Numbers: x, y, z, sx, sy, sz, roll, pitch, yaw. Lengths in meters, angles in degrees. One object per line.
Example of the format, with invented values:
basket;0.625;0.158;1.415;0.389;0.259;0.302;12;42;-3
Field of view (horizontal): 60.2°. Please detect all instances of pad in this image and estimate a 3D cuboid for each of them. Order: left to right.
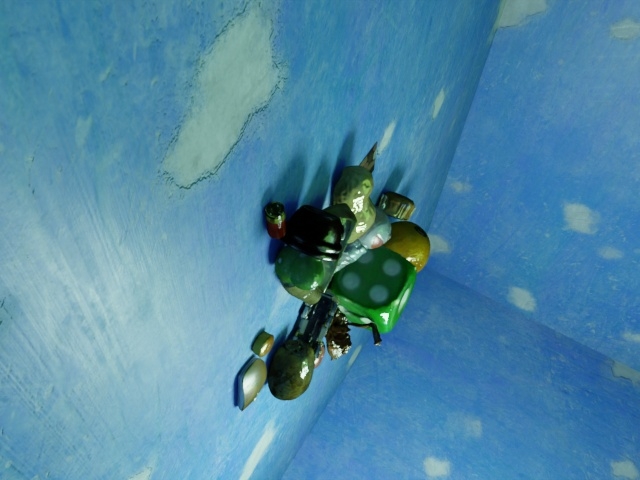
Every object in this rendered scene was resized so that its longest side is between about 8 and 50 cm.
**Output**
pad;0.141;-0.225;1.961;0.235;0.003;0.158;-54;161;-28

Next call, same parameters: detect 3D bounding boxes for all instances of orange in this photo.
orange;0.402;0.039;2.683;0.274;0.274;0.274;-54;161;-28

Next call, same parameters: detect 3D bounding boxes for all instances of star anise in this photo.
star anise;0.103;0.373;2.202;0.148;0.347;0.237;-9;96;-42

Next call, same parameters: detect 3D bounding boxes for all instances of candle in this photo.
candle;-0.112;-0.043;1.403;0.052;0.052;0.130;-54;162;-27

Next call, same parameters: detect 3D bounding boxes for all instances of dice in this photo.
dice;0.211;0.191;2.279;0.297;0.300;0.287;-60;163;-17

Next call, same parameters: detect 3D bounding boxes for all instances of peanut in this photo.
peanut;0.112;-0.113;1.795;0.147;0.148;0.318;-50;159;-37

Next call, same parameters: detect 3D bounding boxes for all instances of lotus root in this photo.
lotus root;-0.111;0.492;2.049;0.152;0.160;0.274;-60;167;-49

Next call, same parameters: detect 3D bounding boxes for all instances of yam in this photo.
yam;-0.062;0.157;1.815;0.083;0.083;0.371;-60;165;-9

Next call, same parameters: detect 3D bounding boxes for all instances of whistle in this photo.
whistle;0.143;0.001;2.061;0.347;0.189;0.189;-51;163;-3

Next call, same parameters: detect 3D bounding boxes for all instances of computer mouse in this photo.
computer mouse;-0.233;0.491;1.863;0.126;0.056;0.245;-48;159;-40

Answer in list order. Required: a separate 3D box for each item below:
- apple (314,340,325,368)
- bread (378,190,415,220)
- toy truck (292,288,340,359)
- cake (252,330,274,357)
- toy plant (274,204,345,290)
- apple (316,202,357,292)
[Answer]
apple;-0.046;0.458;2.254;0.153;0.120;0.153;-55;161;-30
bread;0.339;-0.152;2.441;0.106;0.136;0.241;-68;164;9
toy truck;-0.016;0.311;2.126;0.157;0.124;0.272;-40;151;-76
cake;-0.184;0.337;1.786;0.084;0.044;0.084;-52;159;-30
toy plant;-0.041;0.027;1.511;0.235;0.176;0.218;-68;-157;9
apple;0.000;0.000;1.685;0.264;0.120;0.193;-66;-155;15
